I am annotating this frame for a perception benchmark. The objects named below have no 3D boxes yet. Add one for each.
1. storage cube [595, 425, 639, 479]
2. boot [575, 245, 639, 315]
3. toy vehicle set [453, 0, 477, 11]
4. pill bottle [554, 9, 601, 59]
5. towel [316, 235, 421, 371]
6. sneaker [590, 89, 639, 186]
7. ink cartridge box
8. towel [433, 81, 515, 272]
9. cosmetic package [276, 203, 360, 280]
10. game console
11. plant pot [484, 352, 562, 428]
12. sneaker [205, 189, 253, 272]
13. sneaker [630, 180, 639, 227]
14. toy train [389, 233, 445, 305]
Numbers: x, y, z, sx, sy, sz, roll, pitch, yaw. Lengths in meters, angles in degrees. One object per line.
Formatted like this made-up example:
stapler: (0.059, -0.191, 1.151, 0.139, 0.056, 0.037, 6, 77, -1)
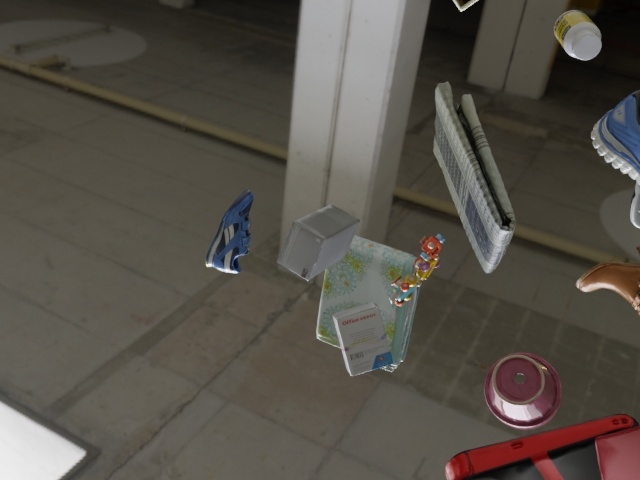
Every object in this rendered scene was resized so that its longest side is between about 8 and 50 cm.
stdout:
storage cube: (0.510, 0.335, 0.886, 0.184, 0.193, 0.214, 6, -116, -15)
boot: (0.611, 0.104, 1.327, 0.073, 0.197, 0.152, 1, -117, -43)
toy vehicle set: (0.219, -0.532, 1.127, 0.035, 0.266, 0.166, -42, -169, -25)
pill bottle: (0.466, -0.368, 1.223, 0.065, 0.065, 0.116, 6, -145, -2)
towel: (0.142, 0.186, 2.114, 0.321, 0.374, 0.090, 18, -164, 33)
sneaker: (0.619, -0.128, 1.150, 0.130, 0.147, 0.330, -27, -114, -32)
ink cartridge box: (0.083, 0.193, 1.341, 0.089, 0.122, 0.052, -15, -170, -6)
towel: (0.300, -0.118, 1.335, 0.056, 0.312, 0.324, -19, -109, 2)
cosmetic package: (0.000, 0.000, 1.716, 0.107, 0.127, 0.238, 31, -158, 18)
game console: (0.443, 0.465, 1.223, 0.342, 0.386, 0.060, -25, -146, 19)
plant pot: (0.523, 0.381, 1.773, 0.202, 0.180, 0.201, -8, -115, 18)
sneaker: (-0.132, -0.012, 1.084, 0.059, 0.144, 0.053, 26, -162, 6)
sneaker: (0.677, -0.140, 1.378, 0.079, 0.216, 0.121, 10, -155, 0)
toy train: (0.187, 0.055, 1.368, 0.046, 0.166, 0.125, 41, -178, 25)
